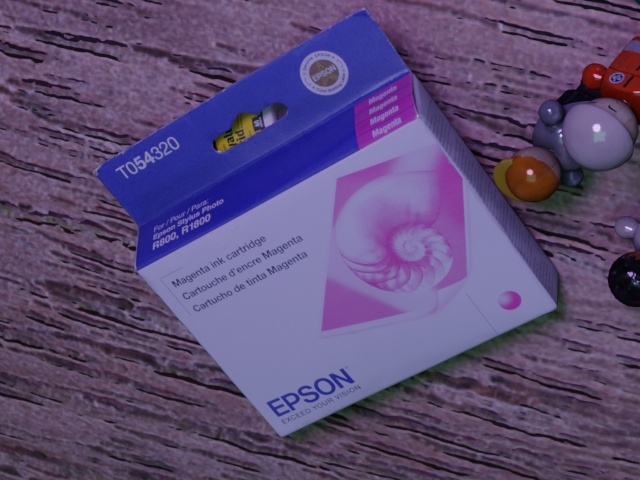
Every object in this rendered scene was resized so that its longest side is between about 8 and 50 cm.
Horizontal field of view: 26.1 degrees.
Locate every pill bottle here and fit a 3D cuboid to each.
[{"bbox_3d":[-0.082,-0.091,1.320,0.116,0.065,0.065,-20,103,22],"label":"pill bottle"}]

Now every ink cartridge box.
[{"bbox_3d":[0.000,0.000,1.285,0.324,0.071,0.330,-28,116,24],"label":"ink cartridge box"}]

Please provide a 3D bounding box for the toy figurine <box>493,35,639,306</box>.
[{"bbox_3d":[0.269,-0.049,1.140,0.213,0.148,0.209,44,159,-5],"label":"toy figurine"}]

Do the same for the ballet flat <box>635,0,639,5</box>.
[{"bbox_3d":[0.209,-0.323,1.118,0.483,0.164,0.182,32,94,-2],"label":"ballet flat"}]
